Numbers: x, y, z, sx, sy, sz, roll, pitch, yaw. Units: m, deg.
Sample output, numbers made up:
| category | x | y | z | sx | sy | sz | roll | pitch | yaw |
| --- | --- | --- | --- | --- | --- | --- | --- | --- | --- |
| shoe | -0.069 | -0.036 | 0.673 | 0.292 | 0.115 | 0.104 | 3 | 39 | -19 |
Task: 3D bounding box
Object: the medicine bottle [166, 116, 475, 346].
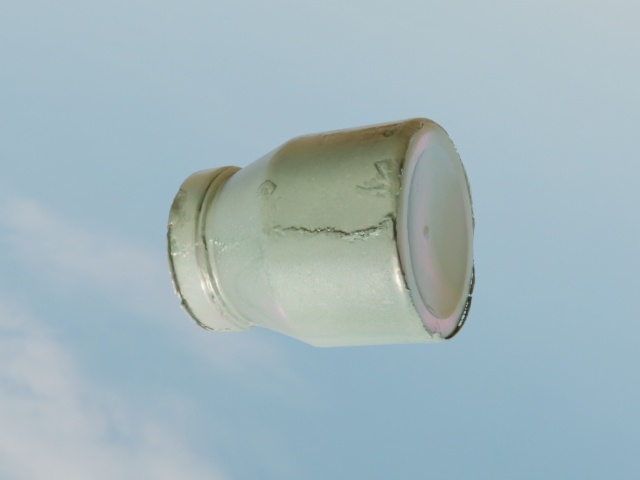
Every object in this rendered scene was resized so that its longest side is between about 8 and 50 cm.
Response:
| category | x | y | z | sx | sy | sz | roll | pitch | yaw |
| --- | --- | --- | --- | --- | --- | --- | --- | --- | --- |
| medicine bottle | 0.000 | 0.000 | 1.177 | 0.290 | 0.245 | 0.245 | -5 | -160 | 26 |
